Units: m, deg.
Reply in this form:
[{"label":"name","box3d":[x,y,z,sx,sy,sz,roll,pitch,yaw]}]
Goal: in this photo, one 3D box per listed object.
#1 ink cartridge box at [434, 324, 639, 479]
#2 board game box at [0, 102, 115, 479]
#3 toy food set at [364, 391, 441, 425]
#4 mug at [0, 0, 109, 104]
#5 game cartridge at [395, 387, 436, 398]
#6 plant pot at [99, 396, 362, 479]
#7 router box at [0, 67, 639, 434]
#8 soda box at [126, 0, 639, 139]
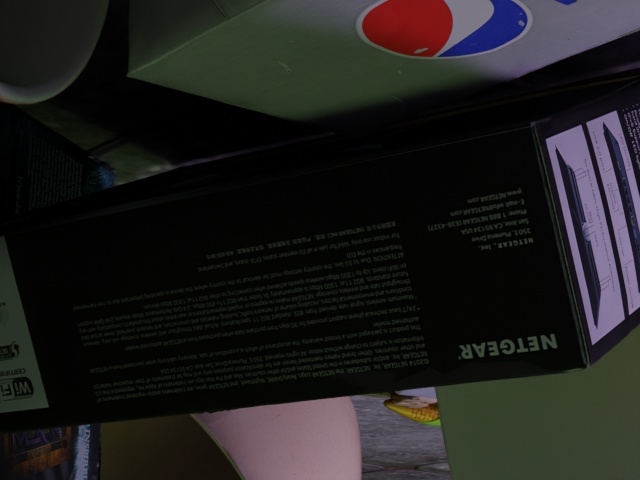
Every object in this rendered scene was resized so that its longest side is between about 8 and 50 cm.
[{"label":"ink cartridge box","box3d":[0.258,0.139,0.694,0.385,0.279,0.160,-8,176,-42]},{"label":"board game box","box3d":[-0.146,0.036,0.689,0.026,0.186,0.126,-6,161,21]},{"label":"toy food set","box3d":[0.121,0.147,1.308,0.132,0.038,0.192,8,162,-22]},{"label":"mug","box3d":[-0.162,-0.110,0.402,0.169,0.150,0.113,-1,-160,20]},{"label":"game cartridge","box3d":[0.191,0.077,1.052,0.198,0.062,0.297,14,159,-27]},{"label":"plant pot","box3d":[-0.077,0.171,1.078,0.284,0.284,0.191,-17,-169,45]},{"label":"router box","box3d":[0.000,0.000,0.586,0.309,0.081,0.243,-10,-173,32]},{"label":"soda box","box3d":[0.067,-0.112,0.355,0.098,0.091,0.286,12,160,-39]}]
